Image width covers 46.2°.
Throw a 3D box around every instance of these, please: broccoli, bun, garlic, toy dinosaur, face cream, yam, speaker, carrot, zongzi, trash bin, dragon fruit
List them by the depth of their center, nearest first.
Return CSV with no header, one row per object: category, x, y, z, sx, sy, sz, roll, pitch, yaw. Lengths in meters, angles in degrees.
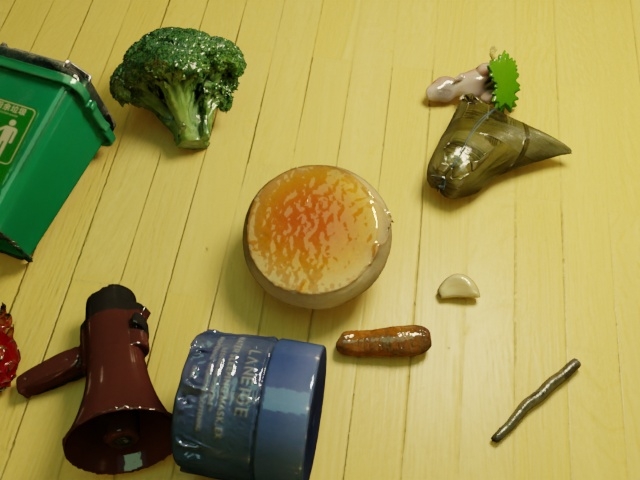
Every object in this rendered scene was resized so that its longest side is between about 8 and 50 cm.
face cream,-0.116,0.284,1.262,0.225,0.249,0.249,6,59,6
speaker,-0.395,0.262,1.358,0.259,0.198,0.329,-48,41,17
yam,0.398,0.292,1.386,0.234,0.029,0.027,-36,76,-20
dragon fruit,-0.614,0.194,1.411,0.094,0.094,0.191,-10,54,-7
carrot,0.120,0.195,1.430,0.186,0.060,0.060,-4,58,-1
bun,0.000,0.000,1.486,0.298,0.165,0.299,-3,71,8
garlic,0.275,0.094,1.504,0.083,0.041,0.053,-6,71,5
trash bin,-0.617,-0.170,1.543,0.259,0.295,0.381,18,70,10
zongzi,0.384,-0.166,1.618,0.274,0.125,0.251,25,61,8
broccoli,-0.311,-0.345,1.660,0.307,0.308,0.275,-10,84,-6
toy dinosaur,0.365,-0.350,1.750,0.194,0.152,0.177,-31,24,-28
